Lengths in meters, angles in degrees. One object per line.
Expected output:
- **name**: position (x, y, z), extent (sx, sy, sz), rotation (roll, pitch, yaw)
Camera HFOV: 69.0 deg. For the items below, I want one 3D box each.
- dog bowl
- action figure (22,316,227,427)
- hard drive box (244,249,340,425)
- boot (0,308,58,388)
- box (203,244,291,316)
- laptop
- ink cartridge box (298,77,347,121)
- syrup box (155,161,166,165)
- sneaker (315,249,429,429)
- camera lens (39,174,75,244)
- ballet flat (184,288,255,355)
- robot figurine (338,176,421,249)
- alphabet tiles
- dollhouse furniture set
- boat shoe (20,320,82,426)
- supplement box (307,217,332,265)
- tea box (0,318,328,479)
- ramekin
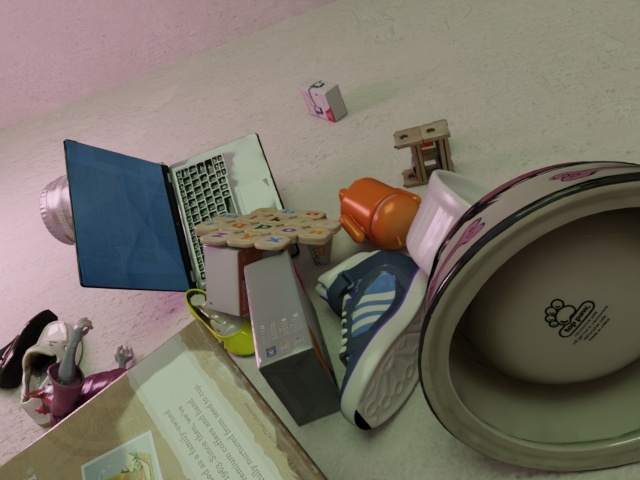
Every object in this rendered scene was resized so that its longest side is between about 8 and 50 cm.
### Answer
- **dog bowl**: position (0.313, 0.087, 0.572), extent (0.407, 0.408, 0.150), rotation (-14, 27, 10)
- **action figure**: position (-0.354, 0.289, 0.840), extent (0.369, 0.248, 0.276), rotation (-14, 67, 8)
- **hard drive box**: position (-0.050, 0.162, 0.803), extent (0.089, 0.181, 0.232), rotation (-22, 40, 0)
- **boot**: position (-0.734, 0.254, 1.109), extent (0.136, 0.077, 0.198), rotation (-8, 40, 24)
- **box**: position (-0.143, 0.062, 0.946), extent (0.090, 0.130, 0.170), rotation (8, 14, 31)
- **laptop**: position (-0.314, -0.097, 1.073), extent (0.407, 0.236, 0.382), rotation (-21, 65, 0)
- **ink cartridge box**: position (0.007, -0.467, 1.544), extent (0.063, 0.109, 0.150), rotation (-41, 42, -16)
- **syrup box**: position (-0.599, -0.170, 1.503), extent (0.236, 0.096, 0.093), rotation (-10, 39, 16)
- **sneaker**: position (0.065, 0.149, 0.822), extent (0.236, 0.130, 0.323), rotation (7, 51, 42)
- **camera lens**: position (-0.619, -0.106, 1.341), extent (0.273, 0.220, 0.220), rotation (-10, 41, 14)
- **ballet flat**: position (-0.211, 0.161, 0.961), extent (0.230, 0.077, 0.077), rotation (24, 60, 41)
- **robot figurine**: position (0.128, -0.058, 1.013), extent (0.158, 0.128, 0.219), rotation (6, 19, -41)
- **alphabet tiles**: position (-0.107, -0.026, 0.965), extent (0.283, 0.021, 0.278), rotation (4, 18, 17)
- **dollhouse furniture set**: position (0.254, -0.246, 1.162), extent (0.128, 0.129, 0.184), rotation (-10, 42, 14)
- **boat shoe**: position (-0.591, 0.260, 1.011), extent (0.098, 0.096, 0.277), rotation (-28, 40, -7)
- **supplement box**: position (0.000, 0.000, 1.057), extent (0.036, 0.062, 0.099), rotation (-8, 40, 15)
- **tea box**: position (-0.079, 0.318, 0.468), extent (0.220, 0.324, 0.329), rotation (-38, 59, -18)
- **ramekin**: position (0.277, 0.007, 0.768), extent (0.277, 0.135, 0.277), rotation (22, 23, -10)
